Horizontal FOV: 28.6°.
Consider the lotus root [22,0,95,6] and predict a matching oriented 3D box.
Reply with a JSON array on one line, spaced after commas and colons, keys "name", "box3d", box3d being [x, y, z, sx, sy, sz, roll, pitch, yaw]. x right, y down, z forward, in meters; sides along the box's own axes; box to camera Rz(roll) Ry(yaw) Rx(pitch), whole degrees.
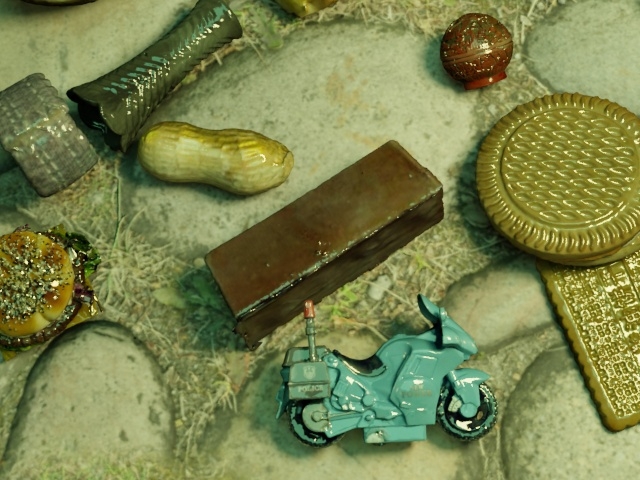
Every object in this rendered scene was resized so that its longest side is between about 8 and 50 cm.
[{"name": "lotus root", "box3d": [-0.316, -0.427, 1.741, 0.314, 0.142, 0.210, -33, 36, -5]}]

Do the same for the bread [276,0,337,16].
[{"name": "bread", "box3d": [-0.009, -0.488, 1.707, 0.270, 0.211, 0.316, -31, 76, -10]}]

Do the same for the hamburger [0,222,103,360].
[{"name": "hamburger", "box3d": [-0.370, 0.054, 1.590, 0.189, 0.093, 0.164, -37, 74, -12]}]

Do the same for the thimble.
[{"name": "thimble", "box3d": [-0.363, -0.137, 1.628, 0.098, 0.150, 0.150, -34, 74, -9]}]

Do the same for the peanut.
[{"name": "peanut", "box3d": [-0.138, -0.107, 1.643, 0.206, 0.087, 0.087, 8, 71, 5]}]

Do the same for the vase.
[{"name": "vase", "box3d": [-0.214, -0.232, 1.682, 0.237, 0.115, 0.115, -43, 75, -15]}]

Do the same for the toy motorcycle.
[{"name": "toy motorcycle", "box3d": [0.078, 0.159, 1.531, 0.272, 0.123, 0.182, -4, 81, 0]}]

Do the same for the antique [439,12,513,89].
[{"name": "antique", "box3d": [0.208, -0.256, 1.678, 0.104, 0.104, 0.104, 0, 71, 1]}]

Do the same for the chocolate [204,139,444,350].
[{"name": "chocolate", "box3d": [0.000, 0.000, 1.596, 0.321, 0.112, 0.112, -34, 65, -9]}]

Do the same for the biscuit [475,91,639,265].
[{"name": "biscuit", "box3d": [0.328, -0.079, 1.612, 0.259, 0.079, 0.259, -3, 61, 6]}]

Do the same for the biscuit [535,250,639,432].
[{"name": "biscuit", "box3d": [0.393, 0.098, 1.589, 0.172, 0.029, 0.254, -19, 71, -4]}]
